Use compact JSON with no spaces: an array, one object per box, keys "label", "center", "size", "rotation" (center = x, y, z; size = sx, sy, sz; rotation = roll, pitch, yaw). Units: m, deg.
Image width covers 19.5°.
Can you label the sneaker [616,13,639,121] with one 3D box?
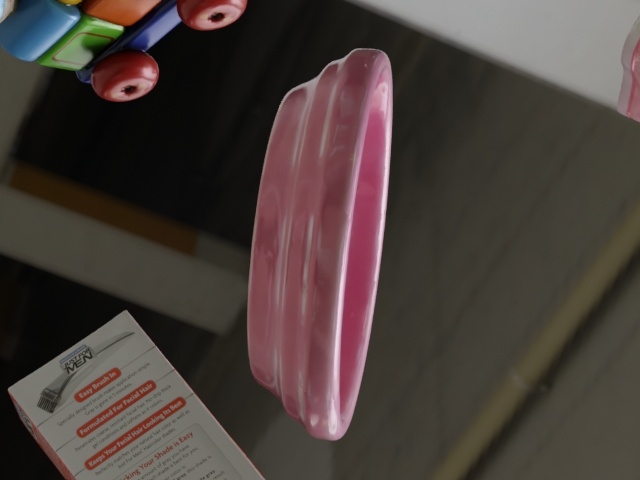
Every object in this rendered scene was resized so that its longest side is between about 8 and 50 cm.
[{"label":"sneaker","center":[0.274,-0.132,1.458],"size":[0.051,0.070,0.134],"rotation":[-53,159,-23]}]

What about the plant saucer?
[{"label":"plant saucer","center":[0.000,0.000,1.575],"size":[0.332,0.084,0.332],"rotation":[7,90,-84]}]

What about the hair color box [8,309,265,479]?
[{"label":"hair color box","center":[-0.109,0.136,1.160],"size":[0.093,0.167,0.053],"rotation":[-34,157,-17]}]

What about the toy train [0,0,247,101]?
[{"label":"toy train","center":[-0.108,-0.181,1.069],"size":[0.248,0.143,0.105],"rotation":[-34,-116,38]}]
